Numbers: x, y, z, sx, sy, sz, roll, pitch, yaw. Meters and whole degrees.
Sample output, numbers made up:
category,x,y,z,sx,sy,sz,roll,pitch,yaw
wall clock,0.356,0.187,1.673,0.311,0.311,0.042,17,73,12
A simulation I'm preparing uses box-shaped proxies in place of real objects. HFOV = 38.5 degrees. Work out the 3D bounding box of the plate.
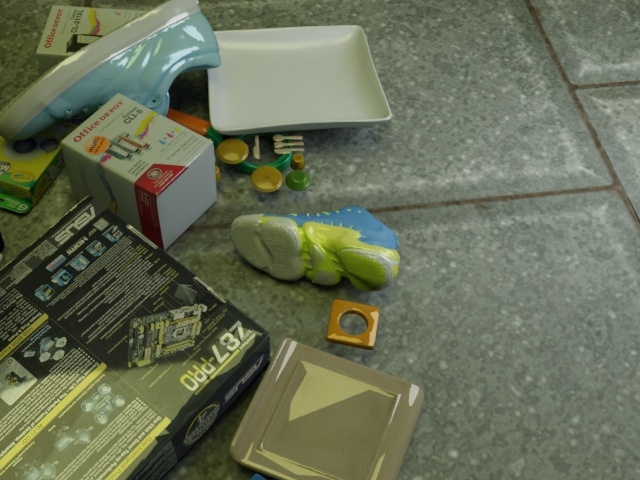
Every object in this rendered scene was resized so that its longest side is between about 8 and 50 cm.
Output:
category,x,y,z,sx,sy,sz,roll,pitch,yaw
plate,-0.046,-0.255,1.481,0.278,0.045,0.277,-4,45,-8

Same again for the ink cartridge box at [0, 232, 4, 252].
category,x,y,z,sx,sy,sz,roll,pitch,yaw
ink cartridge box,-0.606,-0.050,1.222,0.332,0.165,0.065,8,51,2

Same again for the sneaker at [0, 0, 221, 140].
category,x,y,z,sx,sy,sz,roll,pitch,yaw
sneaker,-0.302,-0.227,1.370,0.366,0.135,0.150,-36,103,-15

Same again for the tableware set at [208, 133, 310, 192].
category,x,y,z,sx,sy,sz,roll,pitch,yaw
tableware set,-0.094,-0.110,1.368,0.154,0.024,0.104,-3,58,-7

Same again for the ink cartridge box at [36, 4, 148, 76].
category,x,y,z,sx,sy,sz,roll,pitch,yaw
ink cartridge box,-0.365,-0.317,1.509,0.175,0.072,0.127,3,52,-1

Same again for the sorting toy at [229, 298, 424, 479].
category,x,y,z,sx,sy,sz,roll,pitch,yaw
sorting toy,0.011,0.226,1.115,0.196,0.047,0.348,21,53,8

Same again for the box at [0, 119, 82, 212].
category,x,y,z,sx,sy,sz,roll,pitch,yaw
box,-0.443,-0.122,1.369,0.105,0.043,0.179,17,54,9

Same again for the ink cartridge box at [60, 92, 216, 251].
category,x,y,z,sx,sy,sz,roll,pitch,yaw
ink cartridge box,-0.256,-0.099,1.306,0.176,0.127,0.128,27,55,19

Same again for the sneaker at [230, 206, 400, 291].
category,x,y,z,sx,sy,sz,roll,pitch,yaw
sneaker,0.000,0.000,1.284,0.240,0.091,0.126,17,34,11

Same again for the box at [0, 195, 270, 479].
category,x,y,z,sx,sy,sz,roll,pitch,yaw
box,-0.302,0.168,1.082,0.318,0.097,0.395,34,62,20

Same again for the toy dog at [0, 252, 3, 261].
category,x,y,z,sx,sy,sz,roll,pitch,yaw
toy dog,-0.545,0.067,1.049,0.333,0.161,0.220,-37,19,-4

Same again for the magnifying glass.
category,x,y,z,sx,sy,sz,roll,pitch,yaw
magnifying glass,-0.152,-0.162,1.431,0.231,0.026,0.092,22,54,12
